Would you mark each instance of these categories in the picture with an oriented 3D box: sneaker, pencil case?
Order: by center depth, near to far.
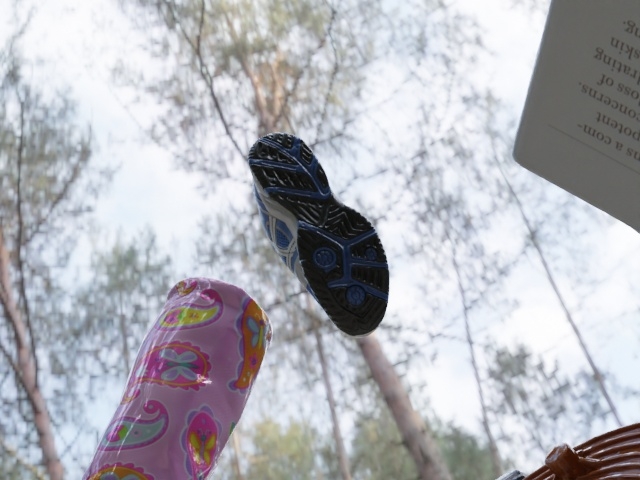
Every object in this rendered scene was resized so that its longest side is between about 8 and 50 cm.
[{"bbox_3d":[0.000,0.000,1.254,0.080,0.211,0.081,-20,-25,-16],"label":"sneaker"},{"bbox_3d":[-0.141,0.170,1.280,0.124,0.284,0.124,14,-37,11],"label":"pencil case"}]

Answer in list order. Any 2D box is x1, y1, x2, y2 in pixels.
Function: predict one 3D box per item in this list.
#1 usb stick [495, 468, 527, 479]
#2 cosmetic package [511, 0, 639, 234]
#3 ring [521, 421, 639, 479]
[{"bbox_3d":[0.147,0.362,1.649,0.278,0.045,0.077,-26,-27,-28],"label":"usb stick"},{"bbox_3d":[0.390,-0.201,0.999,0.327,0.329,0.394,-37,-31,-38],"label":"cosmetic package"},{"bbox_3d":[0.120,0.230,0.809,0.336,0.336,0.032,-42,-78,15],"label":"ring"}]
